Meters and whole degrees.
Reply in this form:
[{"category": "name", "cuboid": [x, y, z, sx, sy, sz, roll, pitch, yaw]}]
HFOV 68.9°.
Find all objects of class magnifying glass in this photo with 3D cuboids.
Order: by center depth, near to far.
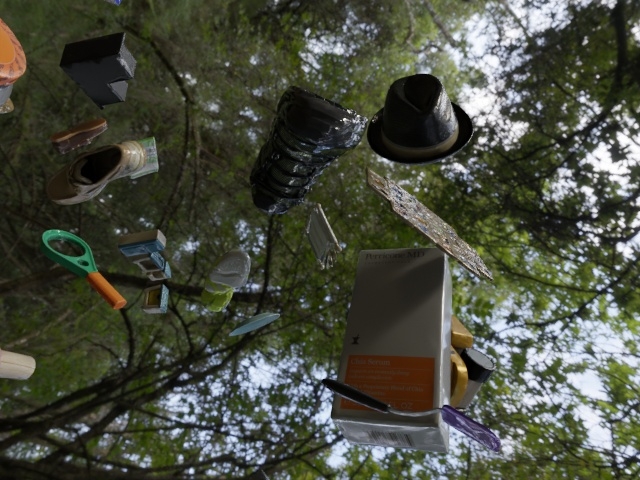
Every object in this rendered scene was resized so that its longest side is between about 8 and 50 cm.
[{"category": "magnifying glass", "cuboid": [-0.468, 0.054, 0.927, 0.026, 0.231, 0.092, -54, 163, 16]}]

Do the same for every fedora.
[{"category": "fedora", "cuboid": [0.273, -0.365, 1.324, 0.335, 0.152, 0.333, -9, -135, 9]}]

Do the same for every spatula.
[{"category": "spatula", "cuboid": [0.135, 0.271, 0.752, 0.297, 0.084, 0.030, 10, -126, 21]}]

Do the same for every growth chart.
[{"category": "growth chart", "cuboid": [0.000, 0.000, 1.311, 0.237, 0.021, 0.171, 122, -53, -69]}]

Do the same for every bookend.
[{"category": "bookend", "cuboid": [-0.511, -0.410, 1.142, 0.158, 0.156, 0.072, -7, -116, 11]}]

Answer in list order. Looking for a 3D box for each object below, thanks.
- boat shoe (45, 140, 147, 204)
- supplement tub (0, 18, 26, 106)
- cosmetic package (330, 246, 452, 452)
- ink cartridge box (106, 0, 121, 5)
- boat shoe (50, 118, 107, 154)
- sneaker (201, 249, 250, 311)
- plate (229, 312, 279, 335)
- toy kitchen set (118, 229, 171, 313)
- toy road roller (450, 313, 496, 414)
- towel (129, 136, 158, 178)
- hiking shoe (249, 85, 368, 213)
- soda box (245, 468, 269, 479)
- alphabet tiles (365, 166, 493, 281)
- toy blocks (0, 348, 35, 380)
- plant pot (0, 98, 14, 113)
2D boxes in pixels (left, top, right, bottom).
[{"category": "boat shoe", "cuboid": [-0.656, -0.194, 1.309, 0.341, 0.121, 0.110, -23, -177, 17]}, {"category": "supplement tub", "cuboid": [-0.679, -0.267, 0.789, 0.316, 0.193, 0.193, -25, -145, 16]}, {"category": "cosmetic package", "cuboid": [0.187, 0.237, 1.109, 0.230, 0.161, 0.453, -4, -133, 20]}, {"category": "ink cartridge box", "cuboid": [-0.381, -0.449, 0.727, 0.097, 0.207, 0.046, -63, 164, -3]}, {"category": "boat shoe", "cuboid": [-0.891, -0.388, 1.737, 0.207, 0.073, 0.073, -32, -132, -27]}, {"category": "sneaker", "cuboid": [-0.231, 0.071, 1.156, 0.240, 0.091, 0.126, -49, -158, 40]}, {"category": "plate", "cuboid": [-0.232, 0.286, 1.627, 0.188, 0.188, 0.024, -35, -110, 38]}, {"category": "toy kitchen set", "cuboid": [-0.498, 0.099, 1.385, 0.122, 0.207, 0.166, -10, -125, 6]}, {"category": "toy road roller", "cuboid": [0.295, 0.327, 1.303, 0.202, 0.241, 0.329, -65, -155, 18]}, {"category": "towel", "cuboid": [-0.637, -0.293, 1.666, 0.113, 0.023, 0.152, -27, 152, -31]}, {"category": "hiking shoe", "cuboid": [-0.021, -0.076, 0.469, 0.227, 0.086, 0.114, -157, -93, -79]}, {"category": "soda box", "cuboid": [-0.245, 0.750, 1.240, 0.286, 0.098, 0.091, -30, -141, -16]}, {"category": "alphabet tiles", "cuboid": [0.236, -0.042, 1.039, 0.011, 0.343, 0.285, -50, -170, 19]}, {"category": "toy blocks", "cuboid": [-0.688, 0.203, 0.695, 0.309, 0.260, 0.288, 29, -104, 21]}, {"category": "plant pot", "cuboid": [-0.874, -0.366, 1.120, 0.236, 0.237, 0.032, -116, -135, -61]}]
